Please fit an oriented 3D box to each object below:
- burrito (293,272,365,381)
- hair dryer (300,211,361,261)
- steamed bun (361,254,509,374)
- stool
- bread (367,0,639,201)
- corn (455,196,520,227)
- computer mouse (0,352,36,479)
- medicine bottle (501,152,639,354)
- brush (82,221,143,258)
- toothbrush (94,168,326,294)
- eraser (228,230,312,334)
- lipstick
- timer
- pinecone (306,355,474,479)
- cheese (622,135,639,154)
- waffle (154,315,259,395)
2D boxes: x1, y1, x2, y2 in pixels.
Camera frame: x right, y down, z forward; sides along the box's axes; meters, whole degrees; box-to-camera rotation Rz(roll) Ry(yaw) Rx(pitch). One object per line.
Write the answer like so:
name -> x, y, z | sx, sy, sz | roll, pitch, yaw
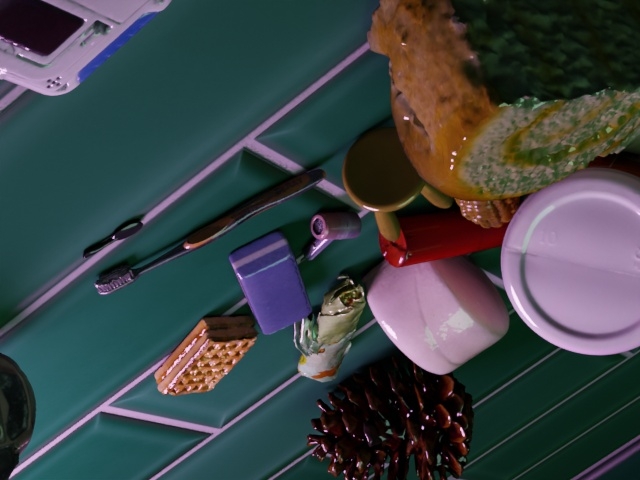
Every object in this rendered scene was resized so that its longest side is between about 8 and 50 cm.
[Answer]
burrito -> 0.004, 0.144, 2.187 | 0.104, 0.054, 0.288 | -16, 153, -21
hair dryer -> 0.000, 0.000, 1.943 | 0.063, 0.037, 0.114 | -3, 152, -39
steamed bun -> 0.182, 0.107, 2.167 | 0.146, 0.164, 0.241 | -36, 155, 18
stool -> 0.094, -0.076, 1.812 | 0.135, 0.134, 0.110 | 12, 167, 22
bread -> 0.249, -0.198, 1.611 | 0.395, 0.239, 0.264 | -14, 155, -31
corn -> 0.214, -0.110, 1.886 | 0.097, 0.097, 0.320 | -27, 152, -4
computer mouse -> -0.502, 0.223, 1.675 | 0.115, 0.200, 0.389 | -17, 173, 42
medicine bottle -> 0.389, 0.006, 1.967 | 0.252, 0.252, 0.241 | -41, 180, 23
brush -> -0.249, -0.001, 1.714 | 0.083, 0.008, 0.024 | -30, 156, 4
toothbrush -> -0.136, -0.011, 1.793 | 0.321, 0.023, 0.031 | -27, 157, -4
eraser -> -0.066, 0.062, 1.979 | 0.082, 0.036, 0.225 | -27, 154, -5
lipstick -> 0.207, -0.014, 2.081 | 0.279, 0.073, 0.073 | -9, 148, -36
timer -> -0.256, -0.214, 1.241 | 0.178, 0.078, 0.253 | -39, 153, 21
pinecone -> 0.119, 0.318, 2.412 | 0.292, 0.246, 0.246 | -13, 154, 1
cheese -> 0.475, -0.247, 1.866 | 0.351, 0.130, 0.328 | -40, 157, 22
waffle -> -0.164, 0.166, 2.063 | 0.102, 0.042, 0.148 | -2, 144, -45
